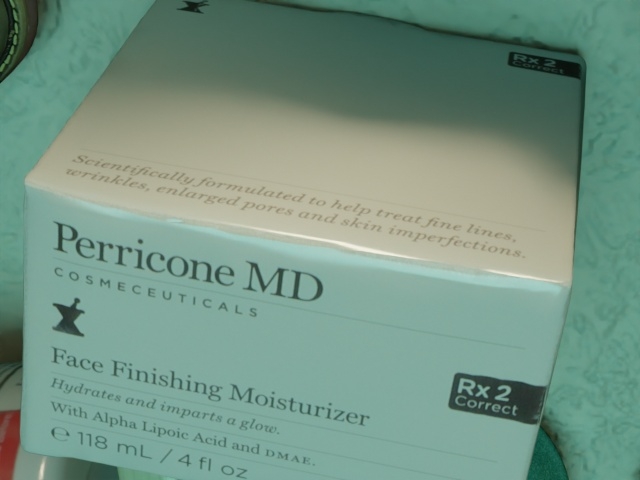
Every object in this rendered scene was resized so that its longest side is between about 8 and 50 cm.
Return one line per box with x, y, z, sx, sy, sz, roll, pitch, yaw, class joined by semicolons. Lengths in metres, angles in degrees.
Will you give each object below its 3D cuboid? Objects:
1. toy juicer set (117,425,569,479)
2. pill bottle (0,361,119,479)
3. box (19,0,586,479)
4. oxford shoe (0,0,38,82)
0.041;0.165;0.663;0.329;0.089;0.209;13;101;1;toy juicer set
-0.224;0.144;0.678;0.283;0.161;0.161;-5;119;15;pill bottle
0.000;0.000;0.536;0.181;0.182;0.119;11;122;6;box
-0.280;-0.045;0.596;0.348;0.130;0.123;-18;115;21;oxford shoe
